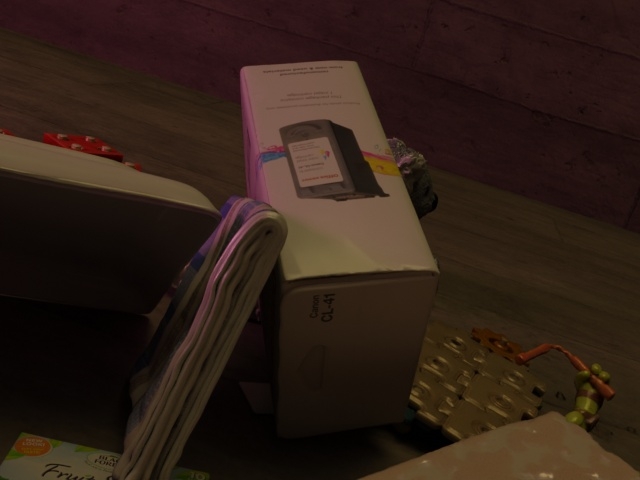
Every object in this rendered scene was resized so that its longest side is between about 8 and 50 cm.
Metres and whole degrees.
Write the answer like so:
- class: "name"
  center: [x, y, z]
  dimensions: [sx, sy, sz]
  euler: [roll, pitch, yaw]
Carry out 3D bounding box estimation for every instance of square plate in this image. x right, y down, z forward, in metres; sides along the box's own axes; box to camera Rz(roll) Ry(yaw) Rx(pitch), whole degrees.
- class: "square plate"
  center: [-0.289, -0.018, 0.640]
  dimensions: [0.344, 0.049, 0.347]
  euler: [12, -22, -19]

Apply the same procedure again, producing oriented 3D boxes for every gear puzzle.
- class: "gear puzzle"
  center: [0.173, 0.165, 0.866]
  dimensions: [0.175, 0.044, 0.339]
  euler: [30, 21, 17]

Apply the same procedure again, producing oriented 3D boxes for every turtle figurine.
- class: "turtle figurine"
  center: [0.238, 0.227, 0.650]
  dimensions: [0.217, 0.087, 0.269]
  euler: [27, 44, 15]

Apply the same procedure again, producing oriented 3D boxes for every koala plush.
- class: "koala plush"
  center: [0.104, -0.049, 1.163]
  dimensions: [0.203, 0.221, 0.196]
  euler: [14, 18, -7]

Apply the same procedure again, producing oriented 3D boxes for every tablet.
- class: "tablet"
  center: [-0.038, 0.159, 0.746]
  dimensions: [0.083, 0.006, 0.054]
  euler: [7, 20, -27]

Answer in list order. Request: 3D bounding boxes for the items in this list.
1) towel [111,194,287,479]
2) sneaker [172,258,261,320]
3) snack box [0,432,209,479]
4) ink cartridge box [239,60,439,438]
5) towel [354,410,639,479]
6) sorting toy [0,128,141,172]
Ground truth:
- class: "towel"
  center: [-0.100, 0.059, 0.582]
  dimensions: [0.034, 0.209, 0.285]
  euler: [27, 1, -13]
- class: "sneaker"
  center: [-0.066, 0.041, 0.955]
  dimensions: [0.293, 0.102, 0.146]
  euler: [20, 13, -4]
- class: "snack box"
  center: [-0.152, 0.186, 0.500]
  dimensions: [0.141, 0.037, 0.100]
  euler: [15, 15, -7]
- class: "ink cartridge box"
  center: [0.000, 0.000, 0.719]
  dimensions: [0.131, 0.226, 0.306]
  euler: [-6, 46, -10]
- class: "towel"
  center: [0.136, 0.249, 0.430]
  dimensions: [0.317, 0.053, 0.332]
  euler: [-12, 29, -27]
- class: "sorting toy"
  center: [-0.368, -0.084, 1.054]
  dimensions: [0.257, 0.089, 0.255]
  euler: [-1, 25, -46]
